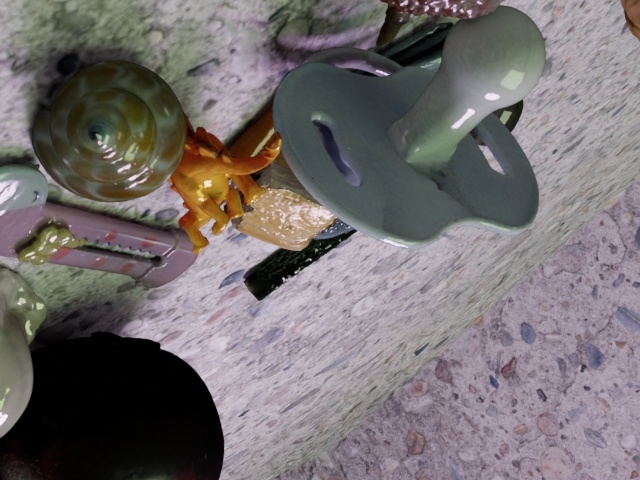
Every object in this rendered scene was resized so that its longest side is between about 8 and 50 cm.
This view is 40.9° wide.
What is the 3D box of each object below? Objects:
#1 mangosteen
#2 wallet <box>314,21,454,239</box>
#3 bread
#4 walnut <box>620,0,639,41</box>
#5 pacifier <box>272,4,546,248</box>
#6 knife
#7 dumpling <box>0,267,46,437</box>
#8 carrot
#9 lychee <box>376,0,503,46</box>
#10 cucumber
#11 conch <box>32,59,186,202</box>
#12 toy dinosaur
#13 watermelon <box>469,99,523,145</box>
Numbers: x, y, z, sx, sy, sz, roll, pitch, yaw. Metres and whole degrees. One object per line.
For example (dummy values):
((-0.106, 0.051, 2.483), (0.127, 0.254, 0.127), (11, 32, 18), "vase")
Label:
((-0.257, 0.263, 1.010), (0.297, 0.313, 0.297), (-3, 150, -2), "mangosteen")
((0.072, -0.111, 1.080), (0.237, 0.075, 0.342), (-31, 161, -7), "wallet")
((-0.038, -0.047, 0.957), (0.106, 0.082, 0.125), (14, 151, -23), "bread")
((0.480, -0.334, 1.071), (0.213, 0.213, 0.213), (-32, 161, -12), "walnut")
((0.104, -0.122, 0.772), (0.299, 0.244, 0.233), (-7, 153, -40), "pacifier")
((-0.229, 0.004, 0.867), (0.132, 0.038, 0.398), (-38, 162, 12), "knife")
((-0.343, 0.135, 0.864), (0.229, 0.124, 0.151), (-62, 174, 1), "dumpling")
((-0.062, -0.113, 0.896), (0.142, 0.035, 0.035), (-51, 157, 22), "carrot")
((0.083, -0.233, 0.655), (0.165, 0.165, 0.197), (-14, 131, -49), "lychee")
((0.000, 0.001, 1.260), (0.257, 0.043, 0.044), (-37, 166, -2), "cucumber")
((-0.165, -0.080, 0.687), (0.116, 0.106, 0.173), (4, 154, -35), "conch")
((-0.111, -0.067, 0.791), (0.070, 0.117, 0.288), (-42, -179, -24), "toy dinosaur")
((0.241, -0.179, 1.201), (0.078, 0.078, 0.110), (-24, 157, -33), "watermelon")
